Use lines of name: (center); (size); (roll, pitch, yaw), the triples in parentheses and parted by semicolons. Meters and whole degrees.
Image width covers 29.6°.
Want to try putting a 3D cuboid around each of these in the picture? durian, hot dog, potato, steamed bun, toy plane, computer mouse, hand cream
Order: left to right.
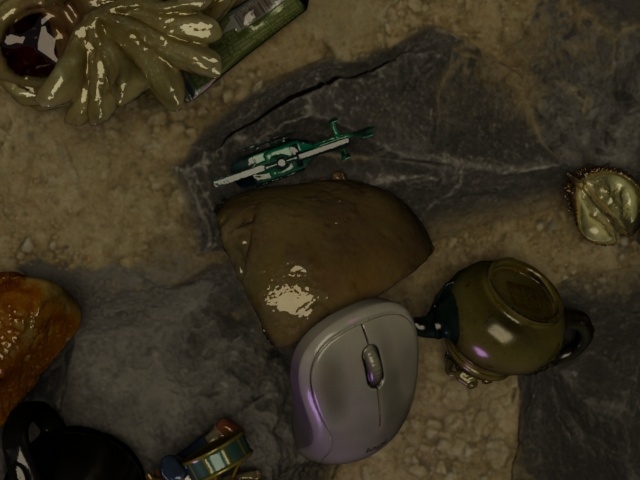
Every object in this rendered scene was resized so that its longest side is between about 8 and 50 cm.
hot dog: (-0.460, 0.145, 1.649); (0.153, 0.150, 0.256); (29, 72, 23)
steamed bun: (-0.255, -0.275, 1.603); (0.428, 0.189, 0.247); (-23, 96, 5)
hand cream: (-0.115, -0.292, 1.691); (0.235, 0.055, 0.086); (-33, 91, 9)
toy plane: (-0.036, -0.120, 1.680); (0.235, 0.096, 0.060); (-19, 97, 2)
potato: (0.009, -0.006, 1.645); (0.264, 0.189, 0.211); (-24, 95, 0)
computer mouse: (0.046, 0.208, 1.625); (0.184, 0.297, 0.121); (-17, 55, -24)
durian: (0.389, -0.061, 1.712); (0.140, 0.071, 0.110); (37, 98, -18)

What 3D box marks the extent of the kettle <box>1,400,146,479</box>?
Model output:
kettle: (-0.342, 0.359, 1.627); (0.207, 0.271, 0.251); (17, 96, -3)

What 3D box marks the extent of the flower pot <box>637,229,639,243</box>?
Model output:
flower pot: (0.566, -0.049, 1.649); (0.209, 0.239, 0.189); (15, 95, -32)

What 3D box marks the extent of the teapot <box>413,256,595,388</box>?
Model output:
teapot: (0.253, 0.130, 1.695); (0.269, 0.173, 0.182); (14, 130, -24)

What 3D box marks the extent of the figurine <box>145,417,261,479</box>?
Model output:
figurine: (-0.117, 0.395, 1.694); (0.161, 0.158, 0.275); (-33, 95, -39)
